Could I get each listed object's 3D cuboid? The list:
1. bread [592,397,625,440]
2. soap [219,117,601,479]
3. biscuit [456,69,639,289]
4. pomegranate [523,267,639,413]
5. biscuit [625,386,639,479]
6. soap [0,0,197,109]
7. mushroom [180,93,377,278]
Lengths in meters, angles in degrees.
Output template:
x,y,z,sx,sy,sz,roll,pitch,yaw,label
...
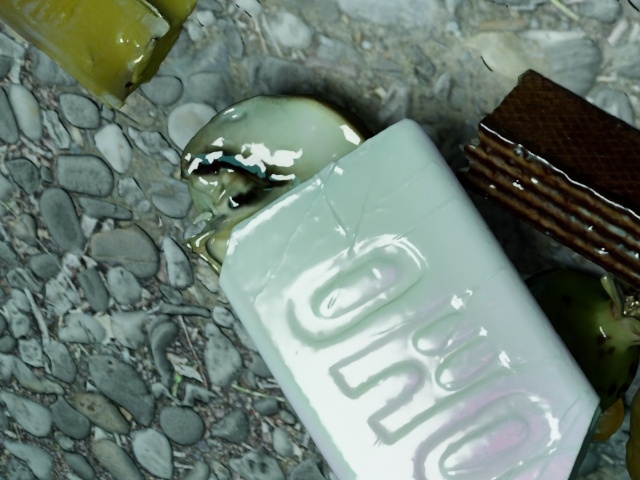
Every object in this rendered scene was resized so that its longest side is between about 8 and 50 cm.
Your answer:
x,y,z,sx,sy,sz,roll,pitch,yaw,label
0.247,0.152,1.316,0.083,0.046,0.081,31,130,11,bread
0.083,0.103,1.116,0.208,0.115,0.347,-32,83,4,soap
0.233,-0.042,1.148,0.252,0.106,0.070,32,133,10,biscuit
0.224,0.080,1.217,0.148,0.148,0.169,42,120,-1,pomegranate
0.430,0.227,1.239,0.335,0.078,0.329,6,128,31,biscuit
-0.242,-0.245,1.319,0.233,0.076,0.135,41,132,1,soap
0.003,-0.008,1.274,0.267,0.164,0.189,40,89,8,mushroom
